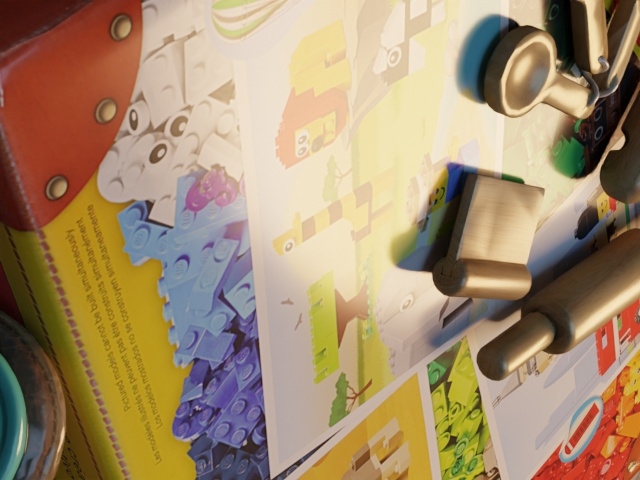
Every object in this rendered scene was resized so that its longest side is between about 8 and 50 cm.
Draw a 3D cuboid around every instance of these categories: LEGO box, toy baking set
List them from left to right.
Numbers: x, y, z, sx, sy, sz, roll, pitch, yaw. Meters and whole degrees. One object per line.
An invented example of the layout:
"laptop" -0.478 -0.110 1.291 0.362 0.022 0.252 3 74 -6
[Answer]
"LEGO box" 0.000 0.000 0.657 0.372 0.193 0.500 -39 140 -27
"toy baking set" 0.143 -0.051 0.602 0.256 0.030 0.197 -25 132 -40

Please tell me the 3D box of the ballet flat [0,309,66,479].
"ballet flat" -0.221 0.129 0.490 0.342 0.116 0.124 -35 164 6
